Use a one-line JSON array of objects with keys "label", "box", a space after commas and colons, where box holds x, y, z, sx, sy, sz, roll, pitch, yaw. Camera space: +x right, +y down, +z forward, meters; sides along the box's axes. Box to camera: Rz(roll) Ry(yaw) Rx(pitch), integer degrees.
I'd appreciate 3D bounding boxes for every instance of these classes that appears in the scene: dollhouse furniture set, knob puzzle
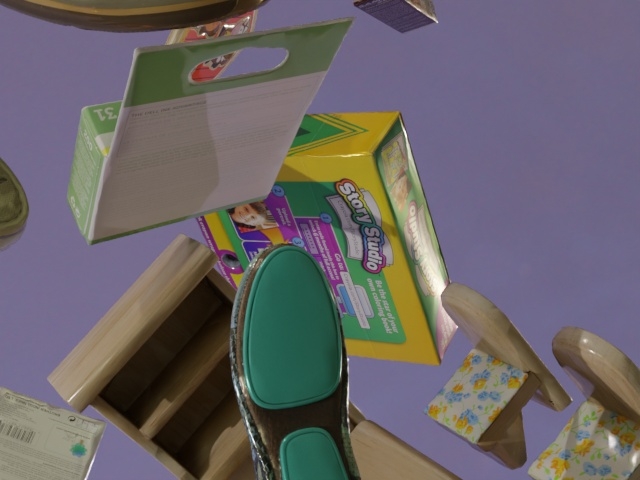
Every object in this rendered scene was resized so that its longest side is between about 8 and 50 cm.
[{"label": "dollhouse furniture set", "box": [-0.007, 0.172, 0.732, 0.362, 0.394, 0.256, -49, -60, -12]}, {"label": "knob puzzle", "box": [-0.122, -0.241, 1.163, 0.030, 0.213, 0.213, 35, -134, 12]}]

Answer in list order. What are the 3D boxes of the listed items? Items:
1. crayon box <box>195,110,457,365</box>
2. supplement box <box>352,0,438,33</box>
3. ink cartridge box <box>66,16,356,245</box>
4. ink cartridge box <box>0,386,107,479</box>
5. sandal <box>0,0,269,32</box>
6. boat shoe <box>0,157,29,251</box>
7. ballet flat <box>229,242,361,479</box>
[{"label": "crayon box", "box": [0.000, 0.000, 1.341, 0.106, 0.313, 0.363, -58, -41, -41]}, {"label": "supplement box", "box": [0.117, -0.436, 1.608, 0.239, 0.073, 0.130, -3, -101, -65]}, {"label": "ink cartridge box", "box": [-0.091, -0.094, 0.727, 0.171, 0.235, 0.056, -16, -116, -29]}, {"label": "ink cartridge box", "box": [-0.463, 0.380, 1.485, 0.185, 0.065, 0.311, 21, -146, -9]}, {"label": "sandal", "box": [-0.100, -0.116, 0.318, 0.180, 0.049, 0.072, 23, -141, 4]}, {"label": "boat shoe", "box": [-0.426, -0.065, 0.985, 0.302, 0.103, 0.113, 32, -149, 14]}, {"label": "ballet flat", "box": [-0.017, 0.098, 0.527, 0.070, 0.070, 0.188, 10, -114, -44]}]
